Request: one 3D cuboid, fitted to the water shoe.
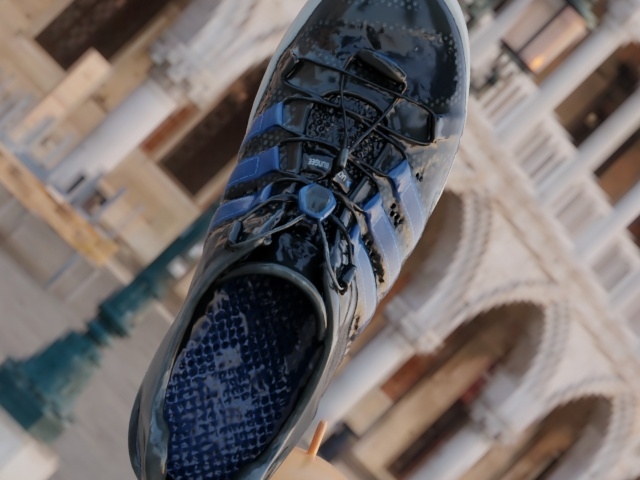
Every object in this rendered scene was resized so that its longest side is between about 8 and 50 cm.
[{"bbox_3d":[0.000,0.000,0.554,0.073,0.203,0.080,22,0,-7],"label":"water shoe"}]

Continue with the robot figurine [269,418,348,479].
[{"bbox_3d":[-0.055,0.197,0.938,0.128,0.219,0.158,42,20,-21],"label":"robot figurine"}]
